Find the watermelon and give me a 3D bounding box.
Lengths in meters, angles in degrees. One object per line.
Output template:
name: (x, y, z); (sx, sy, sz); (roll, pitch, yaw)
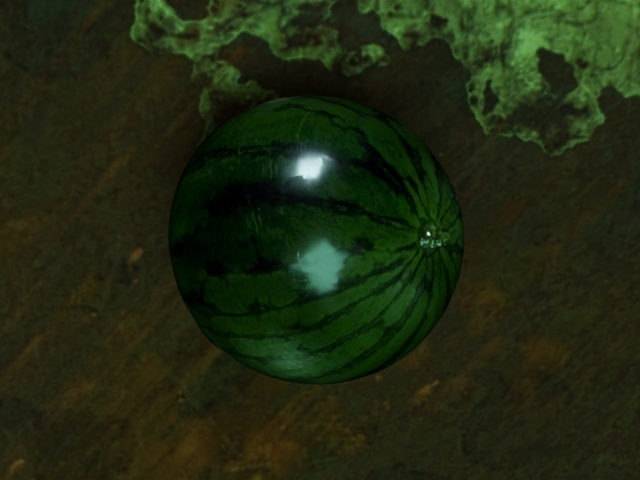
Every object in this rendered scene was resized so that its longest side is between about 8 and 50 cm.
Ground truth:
watermelon: (-0.004, 0.000, 1.134); (0.242, 0.242, 0.242); (-3, 117, -5)
